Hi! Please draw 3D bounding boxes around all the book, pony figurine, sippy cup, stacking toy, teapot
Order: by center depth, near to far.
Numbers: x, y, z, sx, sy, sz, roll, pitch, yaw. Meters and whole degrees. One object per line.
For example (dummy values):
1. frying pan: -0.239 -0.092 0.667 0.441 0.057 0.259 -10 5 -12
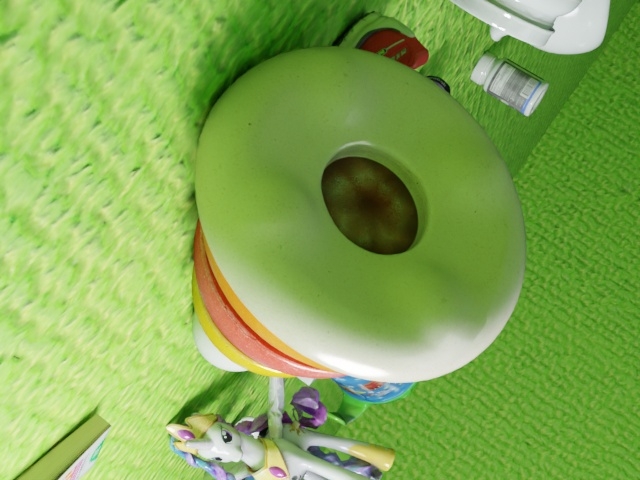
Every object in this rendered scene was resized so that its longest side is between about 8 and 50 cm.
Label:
1. stacking toy: -0.036 0.047 1.115 0.350 0.350 0.480 -47 -178 -37
2. book: -0.302 0.270 1.134 0.144 0.035 0.096 -44 167 -48
3. teapot: 0.337 -0.404 1.526 0.252 0.187 0.256 -73 163 -64
4. pony figurine: -0.060 0.331 1.630 0.351 0.363 0.303 -81 -165 -81
5. sippy cup: 0.095 0.232 2.158 0.240 0.305 0.224 -14 164 16

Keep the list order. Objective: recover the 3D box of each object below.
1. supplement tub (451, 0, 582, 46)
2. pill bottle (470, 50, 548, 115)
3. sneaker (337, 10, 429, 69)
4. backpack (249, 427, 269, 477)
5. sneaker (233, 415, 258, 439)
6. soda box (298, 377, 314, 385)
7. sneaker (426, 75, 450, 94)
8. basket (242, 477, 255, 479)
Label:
1. supplement tub: 0.276 -0.401 1.243 0.272 0.191 0.191 -61 167 22
2. pill bottle: 0.368 -0.309 1.962 0.078 0.137 0.078 -52 166 -19
3. sneaker: 0.038 -0.130 1.194 0.107 0.118 0.279 -35 155 -58
4. backpack: -0.120 0.440 2.119 0.101 0.098 0.120 -30 179 24
5. sneaker: -0.173 0.397 1.934 0.158 0.061 0.065 -58 -165 10
6. soda box: 0.011 0.175 1.981 0.216 0.074 0.069 -60 167 17
7. sneaker: 0.169 -0.159 1.674 0.124 0.107 0.283 -57 169 -27
8. basket: -0.086 0.651 2.412 0.289 0.255 0.201 -42 163 -10
